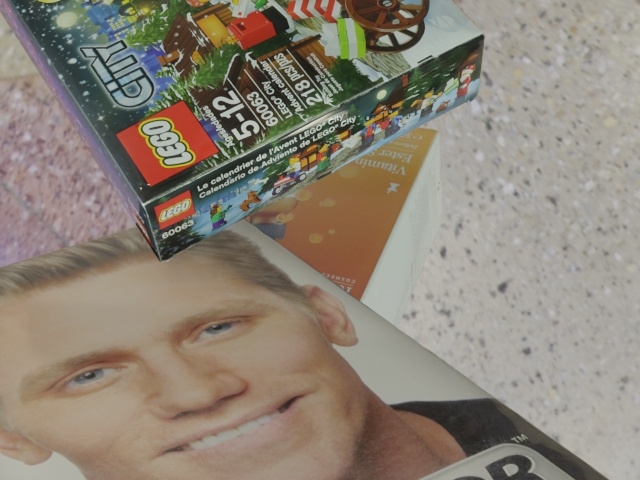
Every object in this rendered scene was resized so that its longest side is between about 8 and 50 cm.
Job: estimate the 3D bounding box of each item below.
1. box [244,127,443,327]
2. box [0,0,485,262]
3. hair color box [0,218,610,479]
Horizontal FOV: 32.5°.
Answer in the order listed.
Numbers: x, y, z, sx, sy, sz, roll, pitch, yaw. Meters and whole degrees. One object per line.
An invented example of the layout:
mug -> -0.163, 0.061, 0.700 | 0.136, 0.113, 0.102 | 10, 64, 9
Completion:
box -> 0.000, 0.000, 0.764 | 0.130, 0.170, 0.091 | 11, 140, 18
box -> -0.058, -0.118, 0.500 | 0.159, 0.233, 0.044 | -28, 150, -15
hair color box -> -0.021, 0.111, 0.383 | 0.173, 0.347, 0.105 | -18, 122, -30
